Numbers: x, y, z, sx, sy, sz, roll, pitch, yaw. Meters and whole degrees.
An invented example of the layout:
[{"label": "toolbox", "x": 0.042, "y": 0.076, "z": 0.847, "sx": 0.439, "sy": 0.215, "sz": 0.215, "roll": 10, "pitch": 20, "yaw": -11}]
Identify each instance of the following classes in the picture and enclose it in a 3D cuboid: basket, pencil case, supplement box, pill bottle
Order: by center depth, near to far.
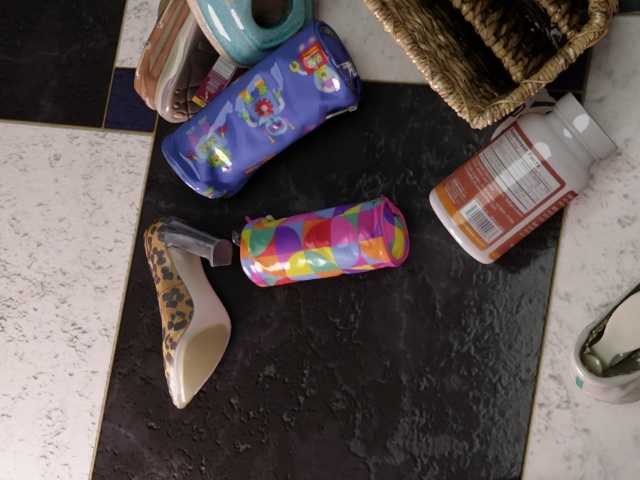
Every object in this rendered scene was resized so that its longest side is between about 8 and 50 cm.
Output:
[{"label": "basket", "x": 0.197, "y": -0.318, "z": 1.231, "sx": 0.213, "sy": 0.223, "sz": 0.299, "roll": -38, "pitch": 89, "yaw": 34}, {"label": "pill bottle", "x": 0.252, "y": -0.079, "z": 1.292, "sx": 0.216, "sy": 0.121, "sz": 0.121, "roll": -40, "pitch": 67, "yaw": 15}, {"label": "pencil case", "x": 0.000, "y": 0.000, "z": 1.422, "sx": 0.236, "sy": 0.104, "sz": 0.104, "roll": -7, "pitch": 79, "yaw": 25}, {"label": "pencil case", "x": -0.076, "y": -0.176, "z": 1.476, "sx": 0.306, "sy": 0.119, "sz": 0.133, "roll": -35, "pitch": 91, "yaw": 18}, {"label": "supplement box", "x": -0.143, "y": -0.228, "z": 1.552, "sx": 0.043, "sy": 0.055, "sz": 0.083, "roll": 37, "pitch": 98, "yaw": 27}]

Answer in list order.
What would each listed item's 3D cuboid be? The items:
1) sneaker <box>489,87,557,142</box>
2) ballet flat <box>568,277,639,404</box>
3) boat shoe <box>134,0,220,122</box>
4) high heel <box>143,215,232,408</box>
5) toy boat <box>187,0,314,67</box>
[{"label": "sneaker", "x": 0.262, "y": -0.145, "z": 1.343, "sx": 0.109, "sy": 0.040, "sz": 0.044, "roll": -48, "pitch": 68, "yaw": 14}, {"label": "ballet flat", "x": 0.436, "y": 0.039, "z": 1.161, "sx": 0.400, "sy": 0.139, "sz": 0.139, "roll": -45, "pitch": 66, "yaw": 14}, {"label": "boat shoe", "x": -0.189, "y": -0.341, "z": 1.560, "sx": 0.116, "sy": 0.123, "sz": 0.324, "roll": 29, "pitch": 94, "yaw": 30}, {"label": "high heel", "x": -0.216, "y": 0.099, "z": 1.539, "sx": 0.186, "sy": 0.093, "sz": 0.261, "roll": 20, "pitch": 100, "yaw": 46}, {"label": "toy boat", "x": -0.043, "y": -0.399, "z": 1.442, "sx": 0.318, "sy": 0.267, "sz": 0.148, "roll": -39, "pitch": 43, "yaw": -14}]
